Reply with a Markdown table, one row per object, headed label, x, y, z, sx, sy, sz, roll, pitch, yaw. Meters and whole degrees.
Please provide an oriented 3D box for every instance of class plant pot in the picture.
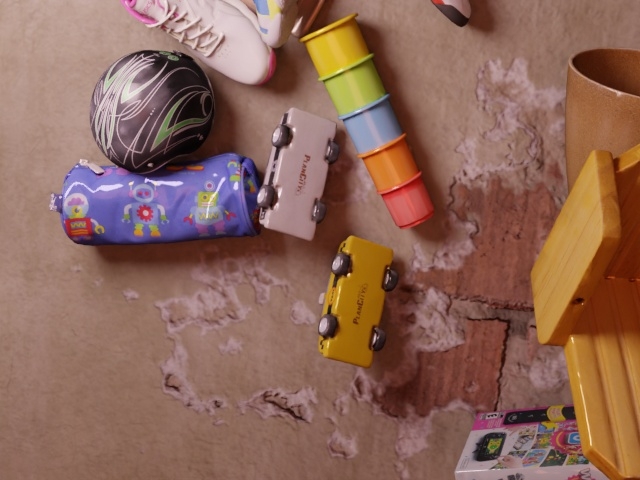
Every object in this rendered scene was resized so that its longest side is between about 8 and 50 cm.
| label | x | y | z | sx | sy | sz | roll | pitch | yaw |
| --- | --- | --- | --- | --- | --- | --- | --- | --- | --- |
| plant pot | 0.437 | -0.109 | 1.514 | 0.237 | 0.237 | 0.254 | 8 | 116 | 4 |

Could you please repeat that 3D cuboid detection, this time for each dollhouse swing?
| label | x | y | z | sx | sy | sz | roll | pitch | yaw |
| --- | --- | --- | --- | --- | --- | --- | --- | --- | --- |
| dollhouse swing | 0.488 | 0.100 | 1.381 | 0.346 | 0.305 | 0.315 | 6 | 131 | -13 |

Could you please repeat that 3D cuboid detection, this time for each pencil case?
| label | x | y | z | sx | sy | sz | roll | pitch | yaw |
| --- | --- | --- | --- | --- | --- | --- | --- | --- | --- |
| pencil case | -0.238 | -0.063 | 1.630 | 0.306 | 0.119 | 0.133 | -3 | 114 | 5 |

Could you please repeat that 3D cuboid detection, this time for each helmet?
| label | x | y | z | sx | sy | sz | roll | pitch | yaw |
| --- | --- | --- | --- | --- | --- | --- | --- | --- | --- |
| helmet | -0.248 | -0.185 | 1.565 | 0.169 | 0.161 | 0.169 | 21 | 123 | 35 |

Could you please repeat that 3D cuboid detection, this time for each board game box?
| label | x | y | z | sx | sy | sz | roll | pitch | yaw |
| --- | --- | --- | --- | --- | --- | --- | --- | --- | --- |
| board game box | 0.363 | 0.314 | 1.562 | 0.303 | 0.224 | 0.098 | -7 | 102 | 19 |

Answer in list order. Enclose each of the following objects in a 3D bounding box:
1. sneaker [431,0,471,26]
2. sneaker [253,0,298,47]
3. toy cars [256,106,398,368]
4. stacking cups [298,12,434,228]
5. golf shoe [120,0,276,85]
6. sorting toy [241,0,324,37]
| label | x | y | z | sx | sy | sz | roll | pitch | yaw |
| --- | --- | --- | --- | --- | --- | --- | --- | --- | --- |
| sneaker | 0.166 | -0.443 | 1.529 | 0.145 | 0.090 | 0.270 | -36 | 93 | 14 |
| sneaker | -0.095 | -0.394 | 1.541 | 0.126 | 0.091 | 0.240 | 5 | 97 | 14 |
| toy cars | 0.000 | 0.000 | 1.632 | 0.176 | 0.087 | 0.394 | -28 | 98 | -28 |
| stacking cups | 0.074 | -0.169 | 1.603 | 0.096 | 0.096 | 0.316 | -23 | 103 | 10 |
| golf shoe | -0.200 | -0.320 | 1.557 | 0.306 | 0.140 | 0.115 | 42 | 128 | -1 |
| sorting toy | -0.069 | -0.425 | 1.583 | 0.208 | 0.038 | 0.193 | 30 | 103 | 0 |
